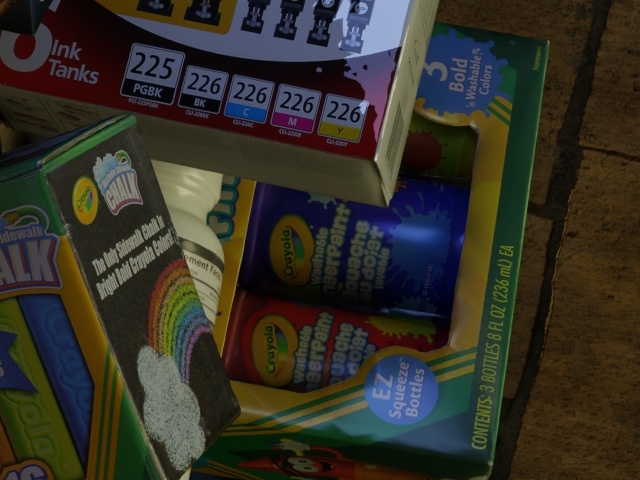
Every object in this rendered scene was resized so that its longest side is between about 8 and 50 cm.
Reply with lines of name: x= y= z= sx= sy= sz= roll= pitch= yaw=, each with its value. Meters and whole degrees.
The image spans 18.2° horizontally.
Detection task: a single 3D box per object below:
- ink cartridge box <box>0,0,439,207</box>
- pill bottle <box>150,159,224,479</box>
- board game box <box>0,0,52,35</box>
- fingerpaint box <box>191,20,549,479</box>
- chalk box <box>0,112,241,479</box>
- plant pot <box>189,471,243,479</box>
ink cartridge box: x=-0.071 y=-0.197 z=1.518 sx=0.130 sy=0.309 sz=0.272 roll=69 pitch=33 yaw=-74
pill bottle: x=-0.163 y=0.058 z=1.595 sx=0.162 sy=0.162 sz=0.278 roll=72 pitch=25 yaw=-73
board game box: x=-0.200 y=-0.224 z=1.146 sx=0.042 sy=0.165 sz=0.243 roll=92 pitch=13 yaw=-47
fingerpaint box: x=0.000 y=0.000 z=1.872 sx=0.163 sy=0.371 sz=0.444 roll=97 pitch=4 yaw=-64
chalk box: x=-0.199 y=0.029 z=1.299 sx=0.180 sy=0.179 sz=0.289 roll=-43 pitch=114 yaw=-71
plant pot: x=-0.115 y=0.141 z=2.010 sx=0.236 sy=0.212 sz=0.236 roll=87 pitch=17 yaw=-62
